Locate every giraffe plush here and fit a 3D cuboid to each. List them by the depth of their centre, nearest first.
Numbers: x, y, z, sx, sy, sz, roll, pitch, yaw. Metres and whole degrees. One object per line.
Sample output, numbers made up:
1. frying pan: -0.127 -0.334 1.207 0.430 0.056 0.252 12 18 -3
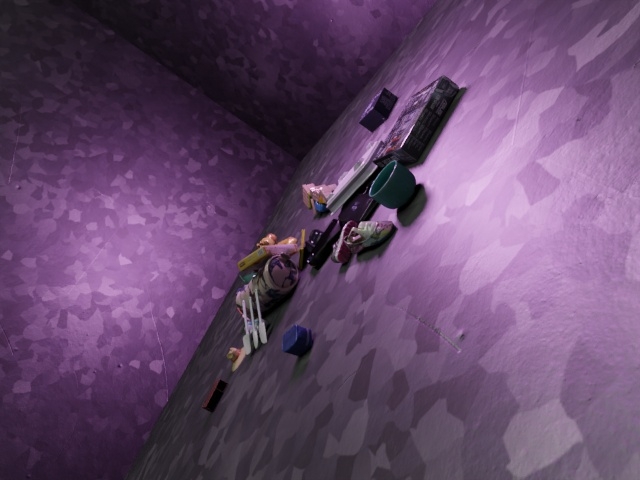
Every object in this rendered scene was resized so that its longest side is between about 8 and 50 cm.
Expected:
1. giraffe plush: -0.249 0.039 2.437 0.181 0.170 0.210 -48 16 34

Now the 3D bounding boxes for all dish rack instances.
1. dish rack: 0.144 -0.274 1.905 0.333 0.072 0.286 -47 9 41

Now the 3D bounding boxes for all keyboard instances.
1. keyboard: 0.160 -0.151 1.725 0.202 0.033 0.317 -58 14 -1

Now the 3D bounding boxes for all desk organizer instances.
1. desk organizer: -0.453 0.668 1.966 0.050 0.047 0.130 -35 26 53

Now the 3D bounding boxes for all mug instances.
1. mug: 0.229 -0.169 1.364 0.158 0.097 0.129 -61 13 -20

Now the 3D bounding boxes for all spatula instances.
1. spatula: -0.288 0.340 1.919 0.168 0.019 0.242 -41 52 42

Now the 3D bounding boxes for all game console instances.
1. game console: 0.000 0.000 1.920 0.213 0.044 0.361 -55 13 -1

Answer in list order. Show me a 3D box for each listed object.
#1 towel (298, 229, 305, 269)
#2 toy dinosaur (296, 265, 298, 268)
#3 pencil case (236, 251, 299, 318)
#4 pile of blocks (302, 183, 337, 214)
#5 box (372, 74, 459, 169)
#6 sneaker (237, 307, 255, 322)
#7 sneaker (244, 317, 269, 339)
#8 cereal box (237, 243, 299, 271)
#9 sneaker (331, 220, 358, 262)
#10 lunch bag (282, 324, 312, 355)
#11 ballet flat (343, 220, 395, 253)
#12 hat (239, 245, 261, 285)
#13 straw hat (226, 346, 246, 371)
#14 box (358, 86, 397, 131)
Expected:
1. towel: -0.086 0.037 2.092 0.237 0.021 0.102 -89 5 -67
2. toy dinosaur: -0.136 0.144 2.078 0.082 0.047 0.090 -38 2 -1
3. pencil case: -0.243 0.205 2.038 0.410 0.159 0.184 -42 46 50
4. pile of blocks: 0.020 -0.209 2.266 0.112 0.149 0.362 -16 14 -17
5. box: 0.328 -0.403 1.605 0.308 0.076 0.242 -59 13 -10
6. sneaker: -0.344 0.339 2.316 0.128 0.087 0.221 -50 24 -6
7. sneaker: -0.292 0.396 1.982 0.190 0.071 0.083 -38 28 55
8. cereal box: -0.227 0.075 2.018 0.173 0.047 0.240 -33 -16 30
9. sneaker: 0.078 0.008 1.562 0.074 0.063 0.170 -26 38 55
10. lunch bag: -0.070 0.308 1.389 0.098 0.065 0.067 -45 33 39
11. ballet flat: 0.134 -0.018 1.386 0.221 0.079 0.077 -33 26 59
12. hat: -0.307 0.190 2.389 0.183 0.208 0.173 -38 55 -10
13. straw hat: -0.389 0.517 2.058 0.144 0.061 0.144 -52 13 17
14. box: 0.293 -0.665 2.325 0.158 0.093 0.156 -64 15 -24
